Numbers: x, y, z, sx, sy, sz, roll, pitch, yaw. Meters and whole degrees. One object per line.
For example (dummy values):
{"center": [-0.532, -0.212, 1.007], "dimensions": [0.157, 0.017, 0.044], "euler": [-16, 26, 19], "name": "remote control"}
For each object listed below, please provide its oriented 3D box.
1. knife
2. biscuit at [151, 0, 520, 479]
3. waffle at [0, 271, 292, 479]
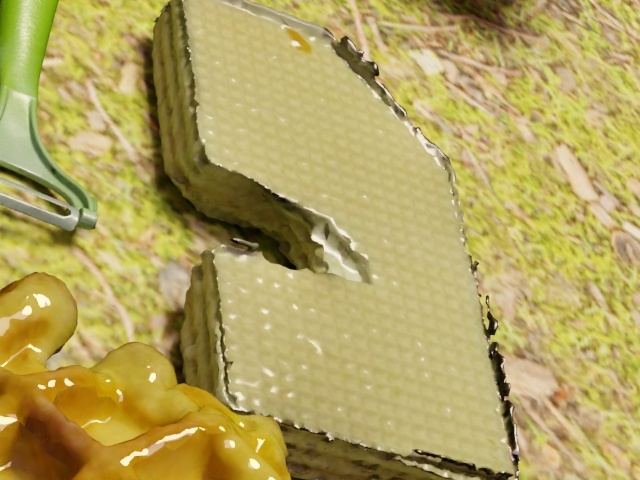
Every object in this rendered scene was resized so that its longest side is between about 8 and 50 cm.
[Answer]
{"center": [-0.127, -0.075, 0.819], "dimensions": [0.078, 0.022, 0.166], "euler": [27, 41, -30], "name": "knife"}
{"center": [0.000, 0.000, 0.841], "dimensions": [0.147, 0.046, 0.250], "euler": [16, 45, -29], "name": "biscuit"}
{"center": [-0.112, 0.111, 0.535], "dimensions": [0.283, 0.065, 0.309], "euler": [7, 31, -3], "name": "waffle"}
